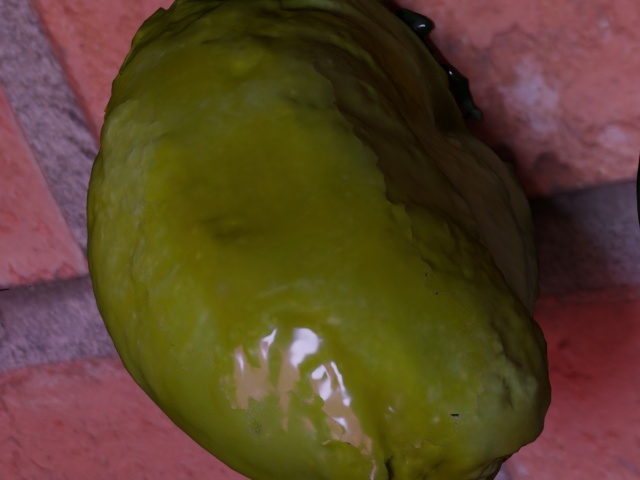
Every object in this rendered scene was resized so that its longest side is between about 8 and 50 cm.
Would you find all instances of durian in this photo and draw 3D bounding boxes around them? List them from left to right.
[{"bbox_3d":[0.000,0.000,0.985,0.256,0.340,0.204,23,113,-5],"label":"durian"}]

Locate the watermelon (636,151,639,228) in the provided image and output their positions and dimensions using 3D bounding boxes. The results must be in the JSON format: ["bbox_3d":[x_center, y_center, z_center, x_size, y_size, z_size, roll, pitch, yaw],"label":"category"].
[{"bbox_3d":[0.226,-0.004,0.881,0.204,0.127,0.232,43,142,2],"label":"watermelon"}]
